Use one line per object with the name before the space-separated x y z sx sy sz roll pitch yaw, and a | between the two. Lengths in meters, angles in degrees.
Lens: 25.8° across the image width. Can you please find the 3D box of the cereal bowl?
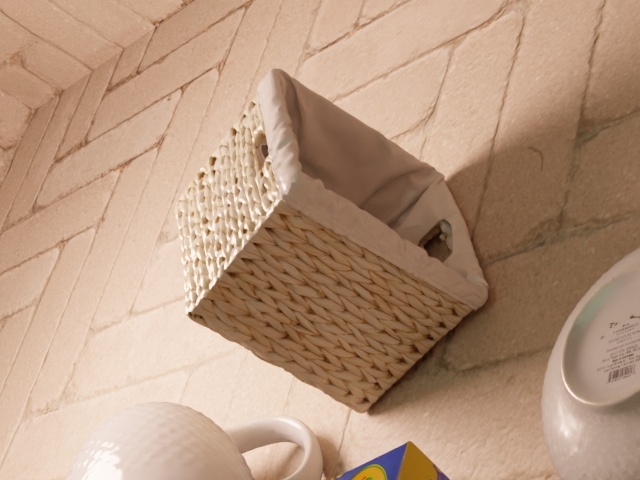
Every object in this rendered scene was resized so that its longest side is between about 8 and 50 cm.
cereal bowl | 0.345 0.123 1.382 0.339 0.141 0.339 -39 31 29

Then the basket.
basket | 0.000 0.000 1.888 0.266 0.331 0.328 -48 27 20

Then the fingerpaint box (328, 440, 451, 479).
fingerpaint box | -0.039 0.461 1.390 0.371 0.163 0.445 -31 23 33

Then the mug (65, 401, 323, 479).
mug | -0.173 0.352 1.901 0.374 0.276 0.328 -23 22 -1
